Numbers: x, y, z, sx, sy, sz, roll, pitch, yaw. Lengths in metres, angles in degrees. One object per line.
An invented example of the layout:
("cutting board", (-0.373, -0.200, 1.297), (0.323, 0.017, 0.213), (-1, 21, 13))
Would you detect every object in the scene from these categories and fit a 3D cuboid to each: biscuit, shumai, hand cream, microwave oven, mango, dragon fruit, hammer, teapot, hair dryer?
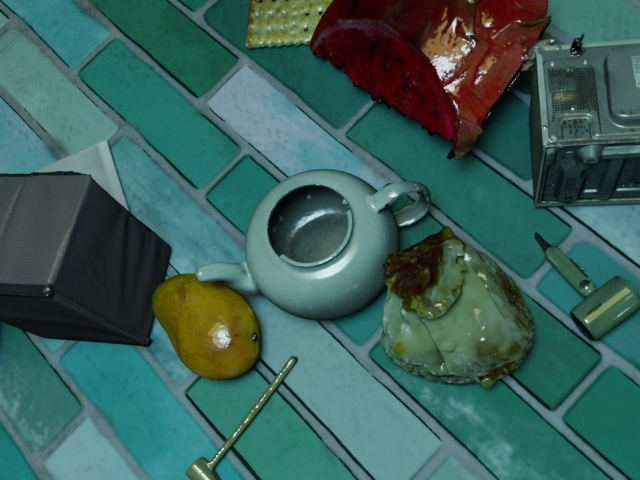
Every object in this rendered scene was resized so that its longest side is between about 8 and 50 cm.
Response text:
("biscuit", (0.003, -0.354, 1.110), (0.232, 0.016, 0.139), (-1, 70, 14))
("shumai", (0.155, 0.074, 0.843), (0.184, 0.142, 0.184), (-7, 67, 16))
("hand cream", (-0.410, -0.050, 1.076), (0.248, 0.083, 0.133), (-23, 68, -6))
("microwave oven", (0.368, -0.131, 0.840), (0.241, 0.194, 0.145), (-1, 71, 11))
("mango", (-0.142, 0.103, 0.940), (0.115, 0.089, 0.165), (-40, 62, 8))
("dragon fruit", (0.139, -0.301, 0.955), (0.282, 0.100, 0.343), (-50, 54, 1))
("hammer", (-0.082, 0.227, 0.910), (0.060, 0.028, 0.195), (35, 80, 18))
("teapot", (0.000, 0.000, 0.915), (0.295, 0.129, 0.193), (-25, 66, 4))
("hair dryer", (0.301, 0.042, 0.874), (0.071, 0.047, 0.150), (-36, 59, 0))

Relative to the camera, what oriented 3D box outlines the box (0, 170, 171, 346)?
("box", (-0.323, 0.030, 0.920), (0.188, 0.252, 0.153), (3, 69, 16))
